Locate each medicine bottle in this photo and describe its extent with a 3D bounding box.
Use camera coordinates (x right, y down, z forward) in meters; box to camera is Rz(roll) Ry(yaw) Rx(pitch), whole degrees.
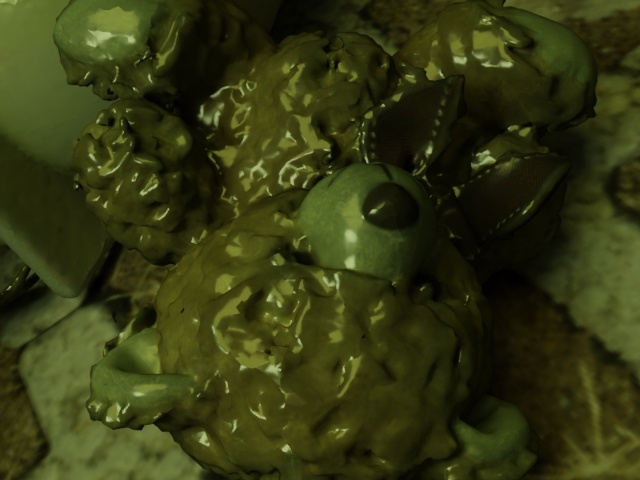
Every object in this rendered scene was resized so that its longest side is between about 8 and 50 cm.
[{"bbox_3d":[-0.136,-0.187,0.651,0.236,0.235,0.406,0,51,28],"label":"medicine bottle"}]

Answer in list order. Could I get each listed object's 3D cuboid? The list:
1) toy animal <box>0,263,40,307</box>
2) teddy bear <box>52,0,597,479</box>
[{"bbox_3d":[-0.294,0.029,0.640,0.214,0.094,0.186,26,70,37],"label":"toy animal"},{"bbox_3d":[0.000,0.000,0.474,0.267,0.156,0.256,6,44,-6],"label":"teddy bear"}]
